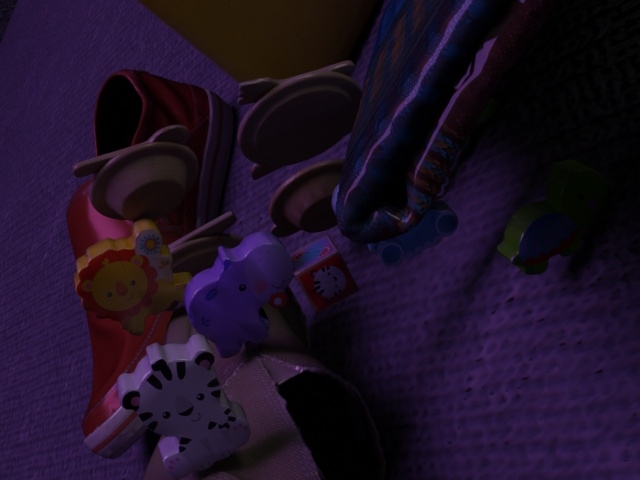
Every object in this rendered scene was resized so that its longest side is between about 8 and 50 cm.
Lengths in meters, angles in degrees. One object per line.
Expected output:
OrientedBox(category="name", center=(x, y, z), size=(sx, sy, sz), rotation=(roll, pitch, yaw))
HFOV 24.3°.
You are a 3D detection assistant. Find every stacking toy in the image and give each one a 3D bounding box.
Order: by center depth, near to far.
OrientedBox(category="stacking toy", center=(0.000, 0.000, 0.651), size=(0.221, 0.052, 0.167), rotation=(-29, 23, -3))

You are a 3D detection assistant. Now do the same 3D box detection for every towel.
OrientedBox(category="towel", center=(0.093, -0.154, 0.611), size=(0.271, 0.040, 0.370), rotation=(-59, 5, 16))

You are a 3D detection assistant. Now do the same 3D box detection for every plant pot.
OrientedBox(category="plant pot", center=(-0.054, -0.223, 0.979), size=(0.187, 0.212, 0.212), rotation=(-50, 22, 3))

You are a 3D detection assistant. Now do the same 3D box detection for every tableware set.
OrientedBox(category="tableware set", center=(-0.040, -0.024, 0.750), size=(0.168, 0.141, 0.020), rotation=(74, 171, -60))

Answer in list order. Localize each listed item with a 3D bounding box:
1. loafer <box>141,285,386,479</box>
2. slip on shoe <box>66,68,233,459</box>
OrientedBox(category="loafer", center=(-0.019, 0.090, 0.682), size=(0.092, 0.102, 0.268), rotation=(-18, 24, 9))
OrientedBox(category="slip on shoe", center=(-0.132, 0.006, 1.032), size=(0.123, 0.101, 0.331), rotation=(-44, 30, 40))
